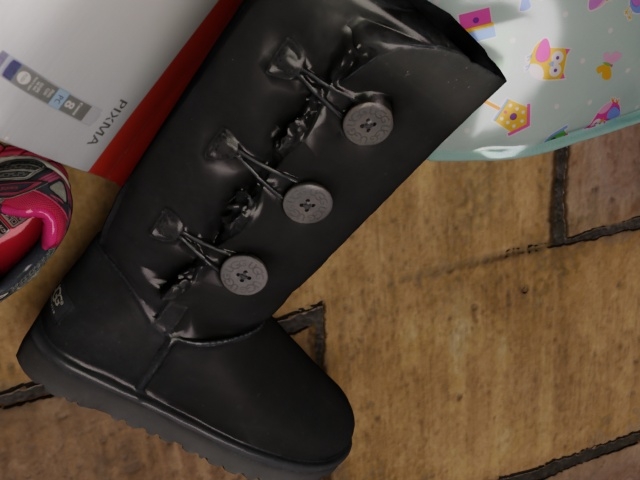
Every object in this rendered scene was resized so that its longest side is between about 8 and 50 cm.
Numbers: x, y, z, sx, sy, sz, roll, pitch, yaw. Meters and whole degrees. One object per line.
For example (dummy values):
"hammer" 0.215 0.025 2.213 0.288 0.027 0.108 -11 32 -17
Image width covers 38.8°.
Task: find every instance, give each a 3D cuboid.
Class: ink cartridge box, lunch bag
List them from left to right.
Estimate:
"ink cartridge box" -0.132 -0.185 0.746 0.385 0.091 0.308 35 98 -30
"lunch bag" 0.186 -0.201 0.829 0.262 0.160 0.224 -15 120 -21

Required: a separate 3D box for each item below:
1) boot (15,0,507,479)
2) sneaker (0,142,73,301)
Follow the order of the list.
"boot" -0.002 -0.001 0.806 0.367 0.146 0.445 25 112 -33
"sneaker" -0.335 0.037 0.755 0.299 0.112 0.121 -43 122 2
